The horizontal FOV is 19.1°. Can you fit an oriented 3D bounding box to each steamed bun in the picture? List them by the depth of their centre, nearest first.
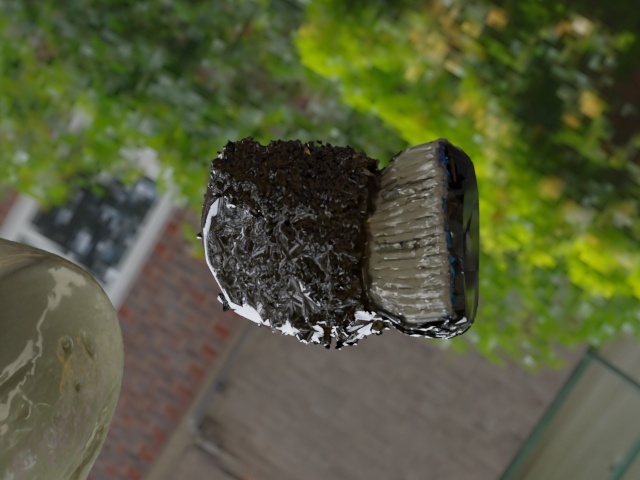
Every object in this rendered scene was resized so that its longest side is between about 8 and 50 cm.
[{"bbox_3d":[-0.221,0.113,1.024,0.200,0.250,0.155,6,141,50],"label":"steamed bun"}]

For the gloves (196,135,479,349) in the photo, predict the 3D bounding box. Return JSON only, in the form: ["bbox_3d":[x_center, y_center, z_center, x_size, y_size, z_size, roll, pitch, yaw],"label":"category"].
[{"bbox_3d":[0.003,-0.005,1.726,0.312,0.210,0.135,-8,-171,35],"label":"gloves"}]
